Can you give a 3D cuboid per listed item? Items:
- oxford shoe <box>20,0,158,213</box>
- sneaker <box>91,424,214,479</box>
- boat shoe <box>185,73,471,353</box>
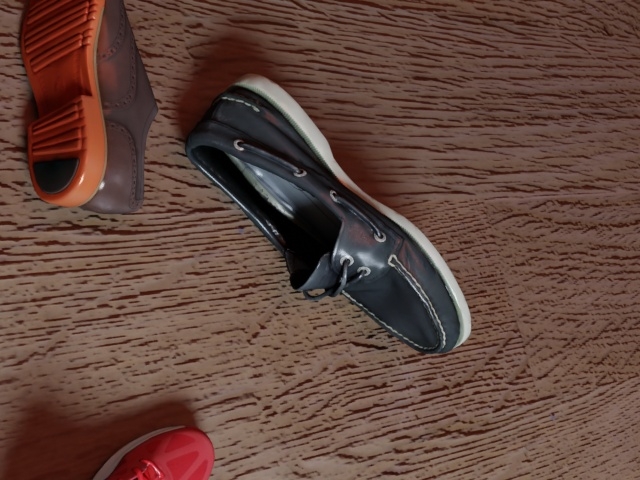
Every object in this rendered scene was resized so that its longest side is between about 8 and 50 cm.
[{"bbox_3d":[-0.202,-0.151,0.849,0.098,0.097,0.271,19,65,-52],"label":"oxford shoe"},{"bbox_3d":[-0.142,0.213,0.712,0.221,0.128,0.087,-39,98,-38],"label":"sneaker"},{"bbox_3d":[0.002,-0.002,0.905,0.340,0.127,0.113,51,52,-7],"label":"boat shoe"}]
